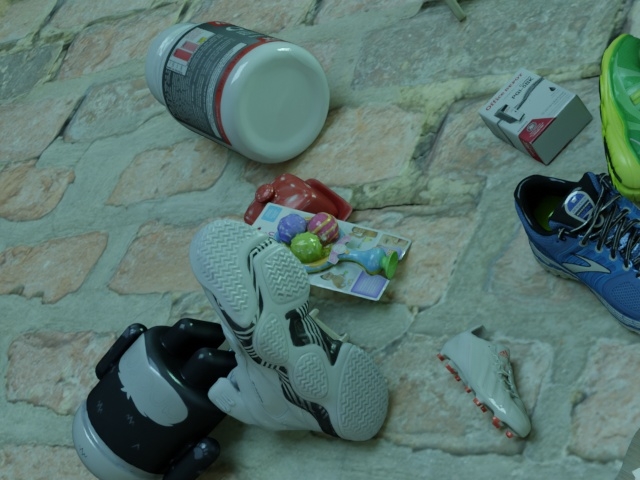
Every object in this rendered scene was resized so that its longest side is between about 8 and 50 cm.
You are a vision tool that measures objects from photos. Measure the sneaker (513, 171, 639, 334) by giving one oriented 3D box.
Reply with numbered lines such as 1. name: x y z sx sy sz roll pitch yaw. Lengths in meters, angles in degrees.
1. sneaker: 0.346 0.006 1.441 0.129 0.147 0.330 -51 38 -8

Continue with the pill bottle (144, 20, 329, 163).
1. pill bottle: -0.162 -0.278 2.130 0.210 0.210 0.363 -51 38 -8

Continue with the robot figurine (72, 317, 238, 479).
1. robot figurine: -0.234 0.236 1.727 0.278 0.174 0.209 -47 20 17

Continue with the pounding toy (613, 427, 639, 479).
1. pounding toy: 0.385 0.267 1.149 0.154 0.155 0.269 -47 38 2

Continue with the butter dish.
1. butter dish: -0.059 -0.046 1.891 0.160 0.118 0.160 -47 36 -3

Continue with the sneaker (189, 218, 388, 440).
1. sneaker: -0.087 0.132 1.561 0.210 0.366 0.137 -13 35 44

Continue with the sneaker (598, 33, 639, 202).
1. sneaker: 0.433 -0.161 1.576 0.124 0.109 0.295 -5 46 11

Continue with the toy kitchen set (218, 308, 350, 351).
1. toy kitchen set: -0.065 0.148 1.763 0.122 0.166 0.207 -52 1 -11

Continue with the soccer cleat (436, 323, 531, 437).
1. soccer cleat: 0.213 0.169 1.480 0.076 0.068 0.196 -40 34 1

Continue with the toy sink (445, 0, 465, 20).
1. toy sink: 0.222 -0.513 2.046 0.131 0.153 0.234 -35 37 12

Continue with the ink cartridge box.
1. ink cartridge box: 0.308 -0.182 1.728 0.099 0.056 0.135 -47 38 -2

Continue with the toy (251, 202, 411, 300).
1. toy: 0.000 0.000 1.745 0.237 0.056 0.137 17 47 17
